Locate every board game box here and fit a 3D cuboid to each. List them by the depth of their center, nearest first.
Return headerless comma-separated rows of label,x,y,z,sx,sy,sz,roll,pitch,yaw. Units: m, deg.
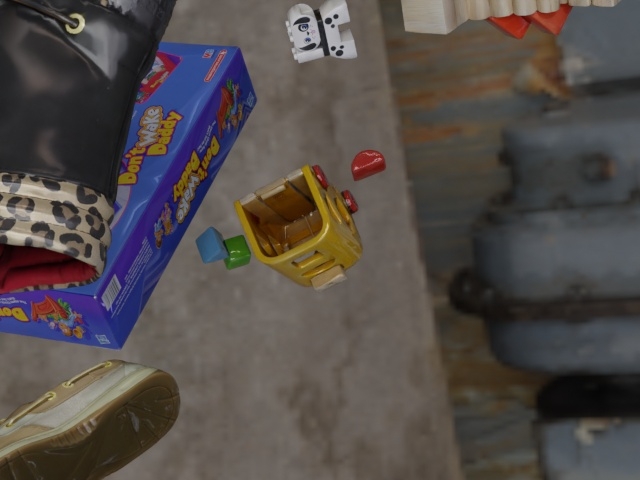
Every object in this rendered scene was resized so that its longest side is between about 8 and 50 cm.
board game box,-0.238,-0.060,1.766,0.078,0.233,0.347,72,34,-44

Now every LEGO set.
LEGO set,-0.040,-0.255,1.489,0.087,0.093,0.227,-106,-178,-50

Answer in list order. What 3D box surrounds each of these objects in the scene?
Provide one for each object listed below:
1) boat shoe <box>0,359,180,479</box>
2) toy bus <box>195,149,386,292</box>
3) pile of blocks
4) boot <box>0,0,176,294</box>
boat shoe,-0.130,0.099,0.839,0.135,0.045,0.050,-28,123,-32
toy bus,-0.009,0.000,1.883,0.202,0.191,0.104,-10,66,-30
pile of blocks,0.214,-0.245,1.556,0.149,0.362,0.113,-93,174,-65
boot,-0.294,-0.109,1.390,0.138,0.377,0.284,48,47,-62
